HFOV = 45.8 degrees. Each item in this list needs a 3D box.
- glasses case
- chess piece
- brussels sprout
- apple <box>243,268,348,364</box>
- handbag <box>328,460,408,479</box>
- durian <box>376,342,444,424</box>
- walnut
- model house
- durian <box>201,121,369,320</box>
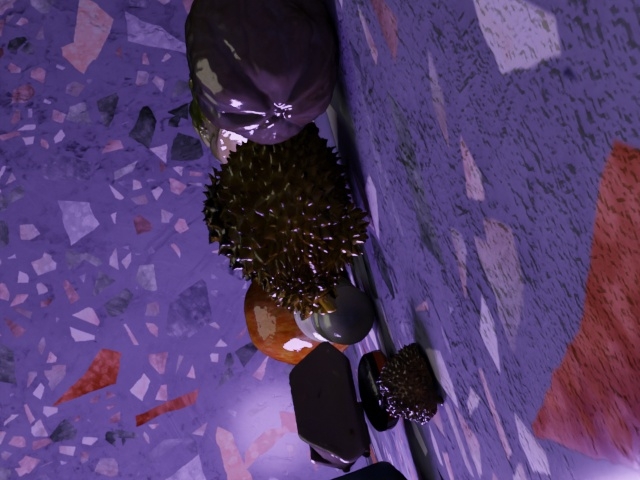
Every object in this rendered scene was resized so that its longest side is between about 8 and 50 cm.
[{"bbox_3d":[0.106,0.276,1.368,0.267,0.067,0.103,81,173,-65],"label":"glasses case"},{"bbox_3d":[0.032,0.134,1.442,0.251,0.144,0.145,169,85,-81],"label":"chess piece"},{"bbox_3d":[-0.173,-0.312,1.661,0.328,0.247,0.328,165,90,-89],"label":"brussels sprout"},{"bbox_3d":[-0.050,0.158,1.760,0.309,0.249,0.278,78,174,-72],"label":"apple"},{"bbox_3d":[0.110,0.547,1.339,0.241,0.222,0.263,154,102,-81],"label":"handbag"},{"bbox_3d":[0.112,0.195,0.974,0.140,0.071,0.111,-158,51,-79],"label":"durian"},{"bbox_3d":[-0.076,-0.237,0.968,0.224,0.224,0.224,164,90,-86],"label":"walnut"},{"bbox_3d":[0.023,0.323,1.391,0.188,0.122,0.229,70,-175,-56],"label":"model house"},{"bbox_3d":[-0.048,-0.033,1.152,0.258,0.258,0.293,-112,-4,-54],"label":"durian"}]
